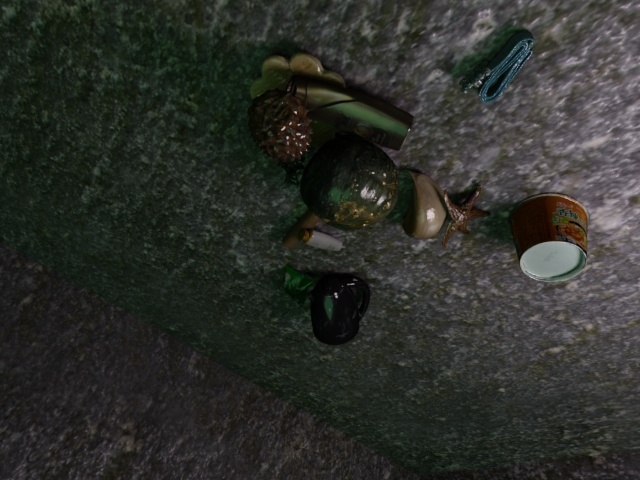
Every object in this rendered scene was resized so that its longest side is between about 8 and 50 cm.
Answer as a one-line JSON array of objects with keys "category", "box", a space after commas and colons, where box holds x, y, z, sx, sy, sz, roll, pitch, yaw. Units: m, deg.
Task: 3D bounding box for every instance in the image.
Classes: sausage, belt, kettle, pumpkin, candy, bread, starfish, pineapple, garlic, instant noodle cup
[{"category": "sausage", "box": [-0.054, -0.064, 1.607, 0.065, 0.066, 0.301, 34, 137, -14]}, {"category": "belt", "box": [0.432, -0.424, 1.038, 0.099, 0.065, 0.179, 21, 137, -12]}, {"category": "kettle", "box": [0.083, 0.267, 1.826, 0.268, 0.207, 0.291, -12, 125, -6]}, {"category": "pumpkin", "box": [0.090, -0.160, 1.266, 0.291, 0.258, 0.327, 28, 178, -12]}, {"category": "candy", "box": [-0.110, 0.202, 1.901, 0.141, 0.078, 0.203, 20, 133, 2]}, {"category": "bread", "box": [-0.060, -0.405, 1.262, 0.315, 0.054, 0.316, 12, 138, 11]}, {"category": "starfish", "box": [0.436, -0.077, 1.335, 0.238, 0.057, 0.213, 31, 101, -43]}, {"category": "pineapple", "box": [-0.092, -0.279, 1.208, 0.174, 0.175, 0.361, 12, 172, 10]}, {"category": "garlic", "box": [0.327, -0.105, 1.378, 0.164, 0.145, 0.245, 34, 146, 36]}, {"category": "instant noodle cup", "box": [0.687, 0.001, 1.283, 0.230, 0.182, 0.230, 11, 136, 11]}]

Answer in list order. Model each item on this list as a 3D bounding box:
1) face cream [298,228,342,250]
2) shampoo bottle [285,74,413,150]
[{"category": "face cream", "box": [0.000, 0.000, 1.614, 0.182, 0.051, 0.072, 18, 138, -35]}, {"category": "shampoo bottle", "box": [0.073, -0.352, 1.170, 0.349, 0.084, 0.126, 21, 148, -2]}]
